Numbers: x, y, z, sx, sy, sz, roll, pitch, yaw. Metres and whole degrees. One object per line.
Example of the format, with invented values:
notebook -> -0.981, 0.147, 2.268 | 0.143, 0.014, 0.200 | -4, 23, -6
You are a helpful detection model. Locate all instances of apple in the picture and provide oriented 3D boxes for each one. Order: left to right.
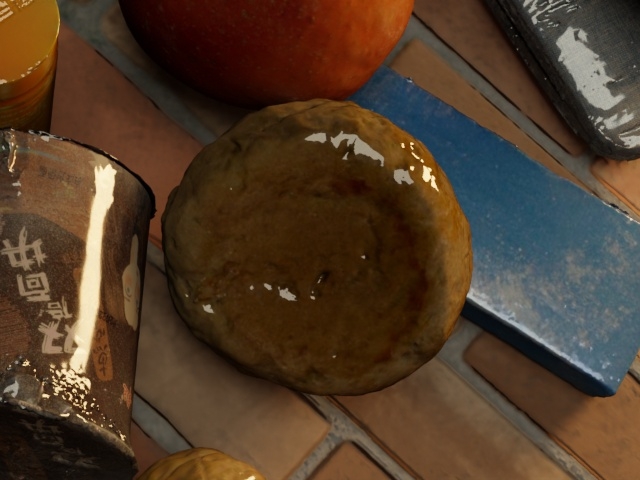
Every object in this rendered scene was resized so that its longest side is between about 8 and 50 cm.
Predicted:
apple -> -0.041, -0.206, 1.208 | 0.201, 0.218, 0.218 | 34, 67, -27

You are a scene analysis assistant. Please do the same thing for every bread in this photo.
bread -> 0.000, 0.000, 1.166 | 0.230, 0.123, 0.230 | 3, 111, 8

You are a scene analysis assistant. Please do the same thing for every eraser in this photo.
eraser -> 0.128, -0.012, 1.271 | 0.312, 0.042, 0.144 | 31, 70, -1

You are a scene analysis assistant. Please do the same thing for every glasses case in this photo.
glasses case -> 0.209, -0.194, 1.333 | 0.109, 0.067, 0.282 | -28, 79, -17

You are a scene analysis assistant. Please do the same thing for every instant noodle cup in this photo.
instant noodle cup -> -0.215, 0.050, 1.097 | 0.217, 0.217, 0.207 | 12, 63, -8

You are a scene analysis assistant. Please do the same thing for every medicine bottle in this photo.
medicine bottle -> -0.239, -0.118, 1.147 | 0.096, 0.192, 0.096 | 4, 71, -11

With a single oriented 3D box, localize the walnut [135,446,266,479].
walnut -> -0.088, 0.239, 1.089 | 0.155, 0.155, 0.184 | 32, 71, -1
